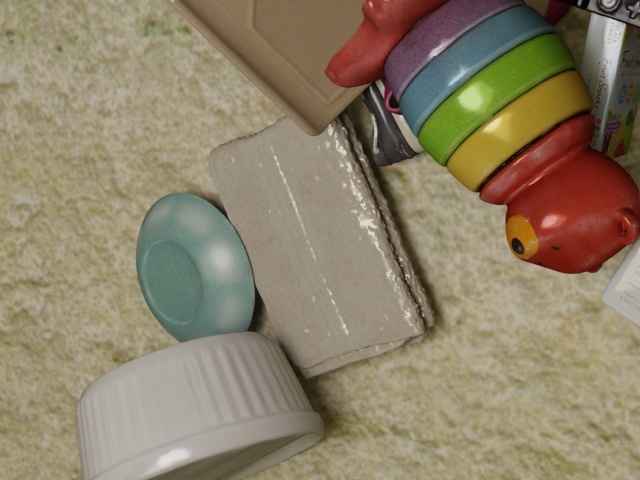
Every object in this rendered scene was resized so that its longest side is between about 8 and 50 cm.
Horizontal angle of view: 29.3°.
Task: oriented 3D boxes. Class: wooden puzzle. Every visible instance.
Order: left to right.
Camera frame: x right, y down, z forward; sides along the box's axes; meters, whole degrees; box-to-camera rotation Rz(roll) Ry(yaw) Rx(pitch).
[{"bbox_3d":[0.003,-0.251,1.166,0.238,0.044,0.221,-45,117,5],"label":"wooden puzzle"}]

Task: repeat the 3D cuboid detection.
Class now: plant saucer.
[{"bbox_3d":[-0.157,0.043,1.403,0.195,0.037,0.194,15,113,39],"label":"plant saucer"}]

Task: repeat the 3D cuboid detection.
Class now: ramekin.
[{"bbox_3d":[-0.139,0.196,1.325,0.273,0.273,0.127,-29,71,29],"label":"ramekin"}]

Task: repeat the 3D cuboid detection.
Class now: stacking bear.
[{"bbox_3d":[0.164,-0.098,1.062,0.289,0.164,0.175,55,153,9],"label":"stacking bear"}]

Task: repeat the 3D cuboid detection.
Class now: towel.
[{"bbox_3d":[0.000,0.000,1.321,0.187,0.049,0.282,-22,89,34],"label":"towel"}]

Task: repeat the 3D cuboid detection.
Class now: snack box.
[{"bbox_3d":[0.269,-0.147,1.134,0.037,0.100,0.141,15,105,26],"label":"snack box"}]

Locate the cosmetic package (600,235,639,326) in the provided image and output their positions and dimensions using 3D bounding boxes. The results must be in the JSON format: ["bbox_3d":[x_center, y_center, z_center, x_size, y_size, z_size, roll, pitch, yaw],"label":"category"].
[{"bbox_3d":[0.372,0.006,1.075,0.151,0.151,0.183,35,114,19],"label":"cosmetic package"}]

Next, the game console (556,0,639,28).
[{"bbox_3d":[0.251,-0.259,1.023,0.124,0.085,0.144,25,107,25],"label":"game console"}]

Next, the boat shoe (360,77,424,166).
[{"bbox_3d":[0.040,-0.172,1.269,0.065,0.075,0.206,-29,89,26],"label":"boat shoe"}]

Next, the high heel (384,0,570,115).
[{"bbox_3d":[0.159,-0.206,1.167,0.244,0.117,0.082,-33,96,29],"label":"high heel"}]
